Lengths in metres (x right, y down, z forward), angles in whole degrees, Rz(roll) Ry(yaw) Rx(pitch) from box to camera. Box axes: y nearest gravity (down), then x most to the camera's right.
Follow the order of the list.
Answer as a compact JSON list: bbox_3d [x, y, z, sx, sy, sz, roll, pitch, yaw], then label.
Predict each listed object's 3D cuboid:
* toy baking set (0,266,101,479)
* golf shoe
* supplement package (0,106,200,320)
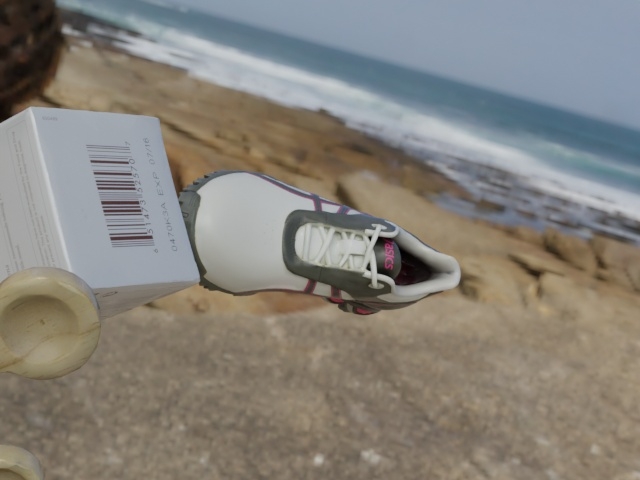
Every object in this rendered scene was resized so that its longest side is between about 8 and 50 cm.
[{"bbox_3d":[-0.149,0.085,0.321,0.196,0.256,0.030,-5,25,-5],"label":"toy baking set"},{"bbox_3d":[0.000,0.000,1.012,0.120,0.105,0.272,-2,-10,44],"label":"golf shoe"},{"bbox_3d":[-0.177,0.004,0.708,0.179,0.105,0.105,-21,-9,32],"label":"supplement package"}]
